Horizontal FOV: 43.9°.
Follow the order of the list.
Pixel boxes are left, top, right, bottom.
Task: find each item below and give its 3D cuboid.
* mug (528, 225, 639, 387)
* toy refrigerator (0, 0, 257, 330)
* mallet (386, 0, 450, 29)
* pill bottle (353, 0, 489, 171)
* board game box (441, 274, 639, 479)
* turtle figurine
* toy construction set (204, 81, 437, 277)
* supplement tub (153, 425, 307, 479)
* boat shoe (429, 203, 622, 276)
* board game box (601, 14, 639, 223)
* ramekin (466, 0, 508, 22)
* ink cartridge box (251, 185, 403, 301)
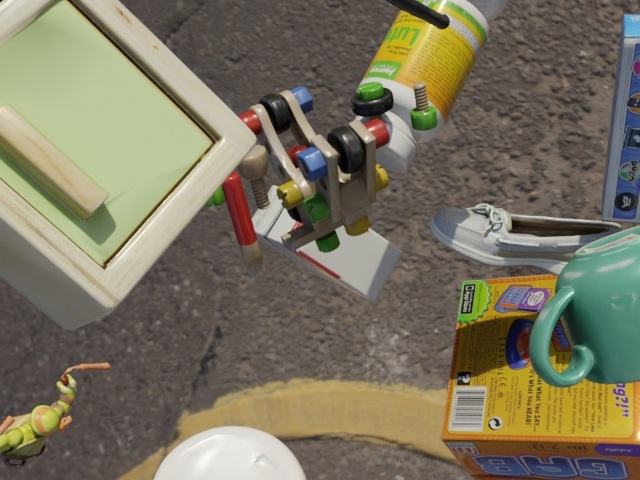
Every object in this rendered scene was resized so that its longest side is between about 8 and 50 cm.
[{"bbox_3d":[0.243,0.046,0.613,0.129,0.157,0.097,-20,90,45],"label":"mug"},{"bbox_3d":[-0.163,-0.091,0.318,0.269,0.102,0.094,45,152,-14],"label":"toy refrigerator"},{"bbox_3d":[0.047,-0.222,0.695,0.062,0.189,0.039,39,111,32],"label":"mallet"},{"bbox_3d":[0.136,-0.230,1.162,0.136,0.136,0.246,21,77,31],"label":"pill bottle"},{"bbox_3d":[0.488,0.309,1.596,0.356,0.356,0.357,-6,51,29],"label":"board game box"},{"bbox_3d":[-0.429,0.273,1.135,0.217,0.269,0.087,-25,99,31],"label":"turtle figurine"},{"bbox_3d":[-0.016,-0.051,1.063,0.257,0.309,0.237,11,127,35],"label":"toy construction set"},{"bbox_3d":[-0.081,0.287,0.764,0.144,0.144,0.200,34,146,28],"label":"supplement tub"},{"bbox_3d":[0.349,-0.013,1.362,0.320,0.118,0.103,14,117,3],"label":"boat shoe"},{"bbox_3d":[0.575,-0.163,1.136,0.301,0.086,0.308,5,128,16],"label":"board game box"},{"bbox_3d":[0.223,-0.503,1.350,0.273,0.127,0.273,172,90,-78],"label":"ramekin"},{"bbox_3d":[0.000,0.000,1.544,0.114,0.197,0.273,-59,26,-6],"label":"ink cartridge box"}]
